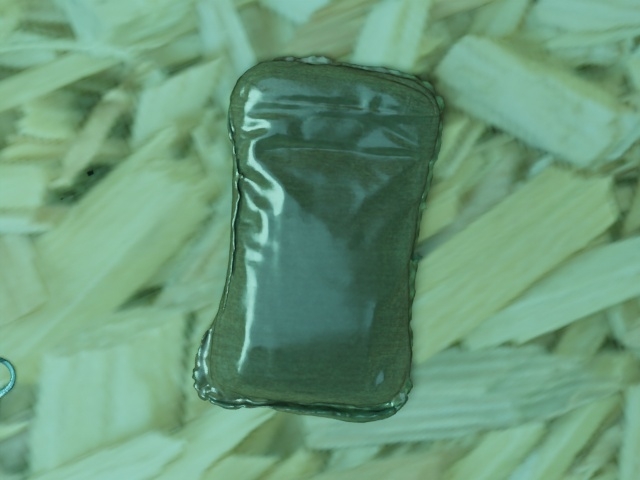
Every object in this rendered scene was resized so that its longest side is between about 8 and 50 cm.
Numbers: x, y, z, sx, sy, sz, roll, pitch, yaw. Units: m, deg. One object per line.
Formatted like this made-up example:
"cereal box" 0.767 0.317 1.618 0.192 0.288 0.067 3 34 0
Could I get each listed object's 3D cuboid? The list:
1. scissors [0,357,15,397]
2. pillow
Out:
"scissors" -0.188 0.106 0.799 0.036 0.006 0.083 -4 97 -18
"pillow" 0.003 0.000 0.831 0.135 0.034 0.211 7 92 -13
